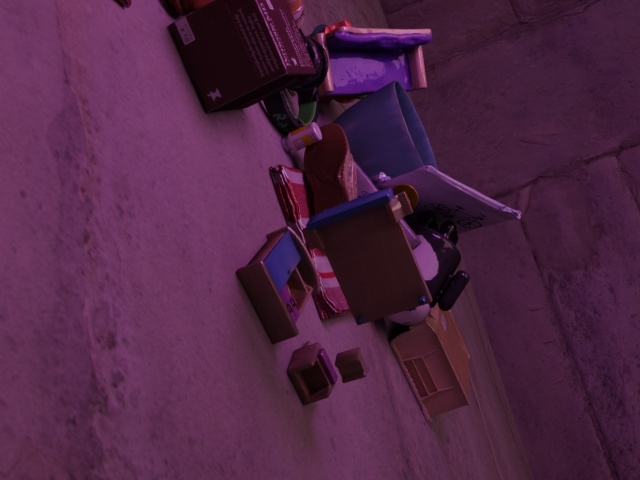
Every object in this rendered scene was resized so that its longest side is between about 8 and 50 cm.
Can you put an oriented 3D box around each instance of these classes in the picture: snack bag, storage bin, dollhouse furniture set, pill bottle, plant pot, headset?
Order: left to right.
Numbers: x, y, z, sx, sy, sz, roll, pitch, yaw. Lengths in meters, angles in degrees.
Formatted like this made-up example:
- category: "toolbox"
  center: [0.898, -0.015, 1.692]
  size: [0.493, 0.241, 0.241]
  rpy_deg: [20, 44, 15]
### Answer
- category: "headset"
  center: [-0.051, -0.436, 1.667]
  size: [0.243, 0.185, 0.394]
  rpy_deg: [30, 53, -64]
- category: "pill bottle"
  center: [-0.042, -0.223, 1.611]
  size: [0.043, 0.083, 0.043]
  rpy_deg: [56, 21, -35]
- category: "dollhouse furniture set"
  center: [0.066, 0.067, 1.232]
  size: [0.286, 0.303, 0.198]
  rpy_deg: [64, 19, -12]
- category: "plant pot"
  center: [0.147, -0.237, 1.932]
  size: [0.293, 0.235, 0.293]
  rpy_deg: [54, 23, -37]
- category: "snack bag"
  center: [0.262, -0.092, 1.816]
  size: [0.323, 0.342, 0.037]
  rpy_deg: [23, 68, -28]
- category: "storage bin"
  center: [0.291, 0.282, 1.939]
  size: [0.260, 0.123, 0.262]
  rpy_deg: [64, 19, -14]

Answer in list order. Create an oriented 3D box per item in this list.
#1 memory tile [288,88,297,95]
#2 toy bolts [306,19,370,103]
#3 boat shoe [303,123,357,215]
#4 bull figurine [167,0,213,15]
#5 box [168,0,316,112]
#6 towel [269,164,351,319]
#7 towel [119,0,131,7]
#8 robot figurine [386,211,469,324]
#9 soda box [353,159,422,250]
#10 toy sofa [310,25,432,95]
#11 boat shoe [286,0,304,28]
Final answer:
- category: "memory tile"
  center: [-0.088, -0.435, 1.839]
  size: [0.148, 0.012, 0.113]
  rpy_deg: [63, 18, -17]
- category: "toy bolts"
  center: [0.008, -0.485, 2.067]
  size: [0.218, 0.158, 0.228]
  rpy_deg: [-22, 102, -33]
- category: "boat shoe"
  center: [0.028, -0.124, 1.604]
  size: [0.089, 0.104, 0.285]
  rpy_deg: [53, 30, -56]
- category: "bull figurine"
  center: [-0.205, -0.526, 1.381]
  size: [0.310, 0.101, 0.188]
  rpy_deg: [-71, 170, -55]
- category: "box"
  center: [-0.134, -0.345, 1.344]
  size: [0.168, 0.167, 0.203]
  rpy_deg: [66, 18, -6]
- category: "towel"
  center: [0.000, 0.000, 1.556]
  size: [0.329, 0.037, 0.237]
  rpy_deg: [70, 17, 6]
- category: "towel"
  center: [-0.358, -0.510, 1.109]
  size: [0.199, 0.031, 0.275]
  rpy_deg: [37, 37, -62]
- category: "robot figurine"
  center: [0.232, 0.069, 1.794]
  size: [0.173, 0.209, 0.278]
  rpy_deg: [40, 74, -24]
- category: "soda box"
  center: [0.103, -0.076, 1.693]
  size: [0.286, 0.098, 0.091]
  rpy_deg: [51, 9, 14]
- category: "toy sofa"
  center: [0.131, -0.464, 1.945]
  size: [0.362, 0.177, 0.150]
  rpy_deg: [-11, 95, -38]
- category: "boat shoe"
  center: [-0.130, -0.576, 1.573]
  size: [0.302, 0.113, 0.103]
  rpy_deg: [50, -17, 23]
